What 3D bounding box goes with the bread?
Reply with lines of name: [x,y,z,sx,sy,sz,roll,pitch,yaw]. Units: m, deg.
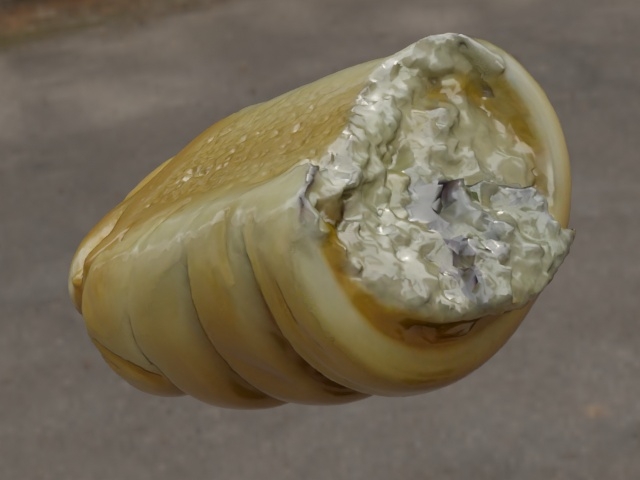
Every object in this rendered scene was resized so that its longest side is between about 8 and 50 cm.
bread: [0.000,0.000,0.586,0.177,0.084,0.119,-11,31,49]
